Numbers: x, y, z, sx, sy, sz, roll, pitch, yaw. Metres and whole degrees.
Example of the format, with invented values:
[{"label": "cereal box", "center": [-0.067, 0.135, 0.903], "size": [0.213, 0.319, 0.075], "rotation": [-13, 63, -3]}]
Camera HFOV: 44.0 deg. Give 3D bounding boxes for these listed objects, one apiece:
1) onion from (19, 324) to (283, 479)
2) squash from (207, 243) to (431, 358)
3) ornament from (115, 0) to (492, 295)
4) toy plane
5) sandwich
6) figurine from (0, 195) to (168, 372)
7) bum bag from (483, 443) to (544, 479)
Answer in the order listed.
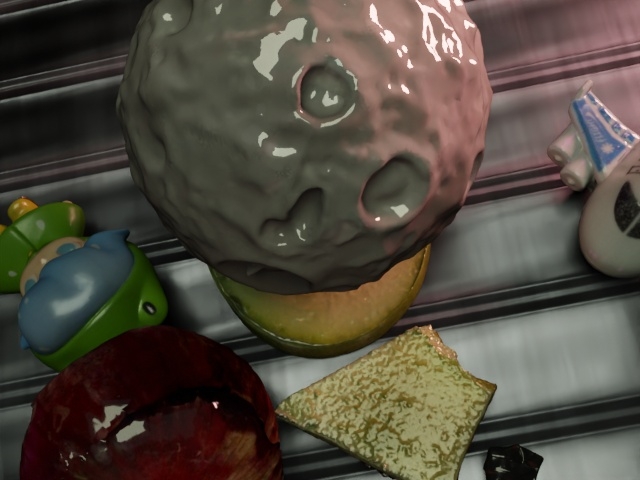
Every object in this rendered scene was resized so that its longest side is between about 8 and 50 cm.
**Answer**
[{"label": "onion", "center": [-0.149, 0.206, 0.730], "size": [0.247, 0.190, 0.246], "rotation": [-4, 104, -17]}, {"label": "squash", "center": [0.000, 0.000, 0.876], "size": [0.252, 0.049, 0.251], "rotation": [-2, 70, 6]}, {"label": "ornament", "center": [-0.017, -0.107, 0.718], "size": [0.337, 0.337, 0.336], "rotation": [-2, 70, 7]}, {"label": "toy plane", "center": [0.369, -0.070, 0.814], "size": [0.267, 0.122, 0.266], "rotation": [-3, 72, 9]}, {"label": "sandwich", "center": [0.073, 0.152, 0.810], "size": [0.193, 0.058, 0.162], "rotation": [22, 73, 16]}, {"label": "figurine", "center": [-0.274, 0.043, 0.858], "size": [0.162, 0.143, 0.263], "rotation": [-44, 54, -14]}, {"label": "bum bag", "center": [0.173, 0.258, 0.768], "size": [0.058, 0.034, 0.124], "rotation": [23, 75, 5]}]
